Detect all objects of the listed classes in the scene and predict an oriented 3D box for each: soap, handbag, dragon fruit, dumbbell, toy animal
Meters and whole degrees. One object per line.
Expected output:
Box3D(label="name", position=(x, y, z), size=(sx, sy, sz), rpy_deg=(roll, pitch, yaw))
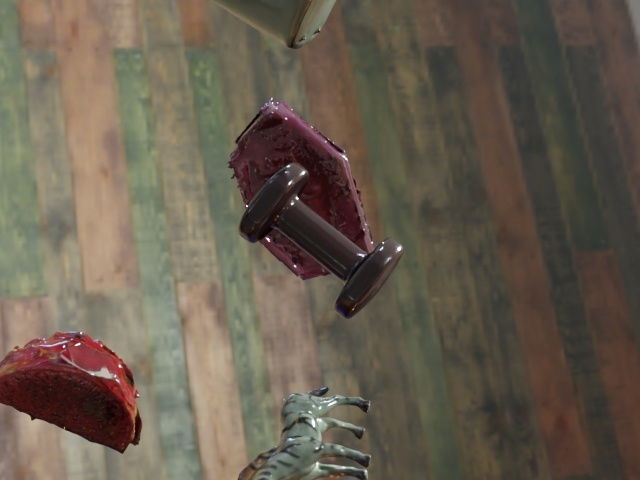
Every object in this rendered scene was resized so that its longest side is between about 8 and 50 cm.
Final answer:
Box3D(label="soap", position=(-0.036, -0.085, 1.839), size=(0.112, 0.182, 0.289), rpy_deg=(-79, 153, -76))
Box3D(label="handbag", position=(-0.107, -0.433, 1.670), size=(0.315, 0.109, 0.241), rpy_deg=(36, -58, 8))
Box3D(label="dragon fruit", position=(-0.376, 0.222, 1.832), size=(0.189, 0.262, 0.163), rpy_deg=(-33, -148, 56))
Box3D(label="dumbbell", position=(0.000, 0.000, 1.699), size=(0.140, 0.225, 0.124), rpy_deg=(-51, 173, 6))
Box3D(label="toy animal", position=(-0.007, 0.312, 1.722), size=(0.255, 0.170, 0.090), rpy_deg=(-55, 161, -56))
